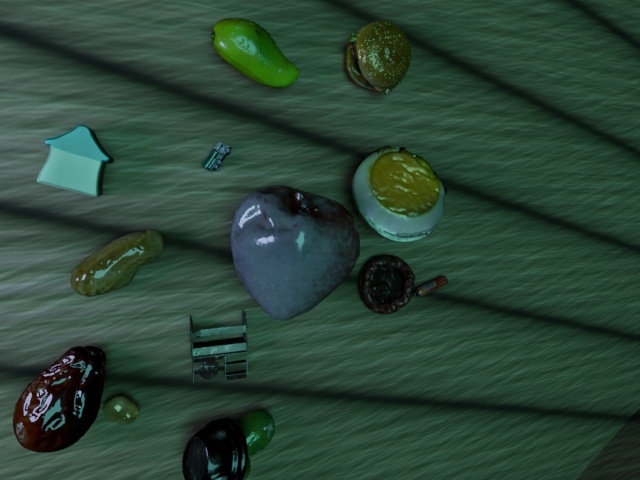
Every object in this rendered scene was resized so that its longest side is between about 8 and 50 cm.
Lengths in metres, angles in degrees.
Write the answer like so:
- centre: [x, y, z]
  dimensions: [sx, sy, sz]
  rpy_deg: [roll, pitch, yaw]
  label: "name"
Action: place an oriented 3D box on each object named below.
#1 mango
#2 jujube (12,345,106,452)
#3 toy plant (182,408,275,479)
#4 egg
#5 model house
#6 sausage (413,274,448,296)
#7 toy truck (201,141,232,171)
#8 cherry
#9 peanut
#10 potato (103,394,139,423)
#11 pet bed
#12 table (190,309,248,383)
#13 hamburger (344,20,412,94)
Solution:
- centre: [-0.159, -0.468, 1.025]
  dimensions: [0.233, 0.111, 0.125]
  rpy_deg: [20, 94, -24]
  label: "mango"
- centre: [-0.592, 0.361, 0.949]
  dimensions: [0.168, 0.168, 0.236]
  rpy_deg: [29, 80, -23]
  label: "jujube"
- centre: [-0.245, 0.573, 1.121]
  dimensions: [0.235, 0.176, 0.217]
  rpy_deg: [20, 98, -50]
  label: "toy plant"
- centre: [0.210, -0.120, 1.198]
  dimensions: [0.264, 0.174, 0.286]
  rpy_deg: [-33, 84, -15]
  label: "egg"
- centre: [-0.541, -0.183, 0.918]
  dimensions: [0.127, 0.100, 0.148]
  rpy_deg: [16, 94, -23]
  label: "model house"
- centre: [0.363, 0.155, 1.363]
  dimensions: [0.130, 0.034, 0.034]
  rpy_deg: [-23, 106, -17]
  label: "sausage"
- centre: [-0.267, -0.216, 1.057]
  dimensions: [0.044, 0.039, 0.083]
  rpy_deg: [34, 86, -9]
  label: "toy truck"
- centre: [-0.080, 0.019, 1.031]
  dimensions: [0.326, 0.291, 0.335]
  rpy_deg: [36, 110, -22]
  label: "cherry"
- centre: [-0.481, 0.053, 0.981]
  dimensions: [0.226, 0.095, 0.108]
  rpy_deg: [-38, 125, -17]
  label: "peanut"
- centre: [-0.506, 0.432, 1.041]
  dimensions: [0.083, 0.062, 0.068]
  rpy_deg: [39, 113, 0]
  label: "potato"
- centre: [0.211, 0.140, 1.291]
  dimensions: [0.202, 0.053, 0.201]
  rpy_deg: [-6, 105, -23]
  label: "pet bed"
- centre: [-0.275, 0.288, 1.112]
  dimensions: [0.146, 0.062, 0.175]
  rpy_deg: [-2, 97, -21]
  label: "table"
- centre: [0.165, -0.507, 1.147]
  dimensions: [0.182, 0.118, 0.190]
  rpy_deg: [-14, 107, -16]
  label: "hamburger"
